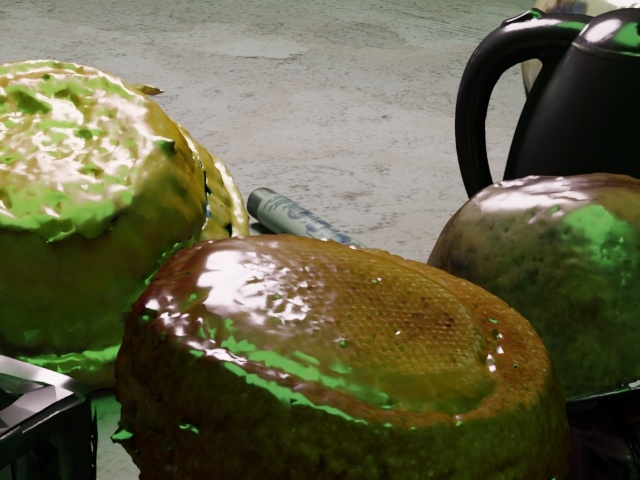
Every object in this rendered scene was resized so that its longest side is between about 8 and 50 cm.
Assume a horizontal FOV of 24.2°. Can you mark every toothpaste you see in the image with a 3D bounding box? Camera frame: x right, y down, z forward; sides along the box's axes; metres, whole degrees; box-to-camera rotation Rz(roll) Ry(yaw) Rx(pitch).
[{"bbox_3d":[0.000,0.000,1.545,0.062,0.039,0.239,-15,29,-32],"label":"toothpaste"}]

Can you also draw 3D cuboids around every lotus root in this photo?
[{"bbox_3d":[0.206,0.040,1.189,0.272,0.192,0.272,-11,-12,-2],"label":"lotus root"}]

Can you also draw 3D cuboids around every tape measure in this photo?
[{"bbox_3d":[0.248,0.158,1.128,0.118,0.074,0.125,-13,21,-26],"label":"tape measure"}]

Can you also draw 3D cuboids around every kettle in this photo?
[{"bbox_3d":[0.262,-0.091,1.484,0.268,0.290,0.207,9,22,17],"label":"kettle"}]

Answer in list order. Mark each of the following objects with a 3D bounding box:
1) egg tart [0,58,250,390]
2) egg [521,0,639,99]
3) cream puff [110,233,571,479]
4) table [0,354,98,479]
[{"bbox_3d":[-0.242,-0.036,1.310,0.388,0.169,0.388,6,42,-6],"label":"egg tart"},{"bbox_3d":[0.417,-0.195,1.708,0.345,0.345,0.428,-3,21,-18],"label":"egg"},{"bbox_3d":[0.011,0.128,0.973,0.303,0.212,0.303,12,22,-5],"label":"cream puff"},{"bbox_3d":[-0.245,0.217,0.504,0.222,0.335,0.272,16,24,28],"label":"table"}]
